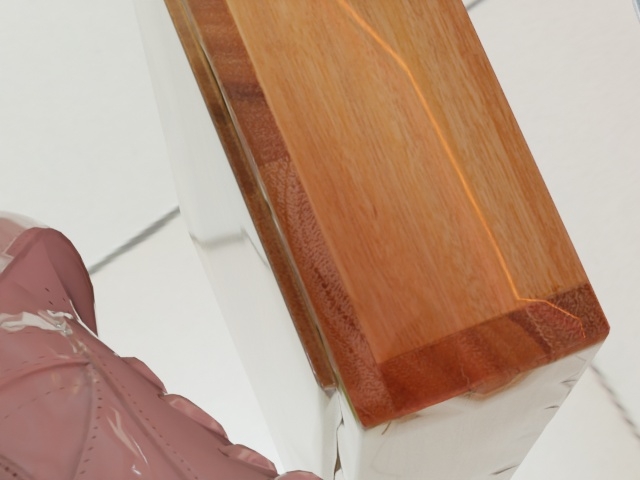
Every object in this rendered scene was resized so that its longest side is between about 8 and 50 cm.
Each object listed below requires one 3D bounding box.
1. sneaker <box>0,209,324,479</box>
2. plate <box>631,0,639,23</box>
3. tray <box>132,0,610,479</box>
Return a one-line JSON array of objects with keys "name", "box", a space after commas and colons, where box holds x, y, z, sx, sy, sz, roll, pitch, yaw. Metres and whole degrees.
[{"name": "sneaker", "box": [-0.032, 0.089, 0.370, 0.152, 0.305, 0.114, -14, 123, -2]}, {"name": "plate", "box": [0.236, -0.152, 0.913, 0.188, 0.024, 0.188, -14, 66, 35]}, {"name": "tray", "box": [0.000, 0.000, 0.676, 0.076, 0.411, 0.203, -21, 75, -7]}]
